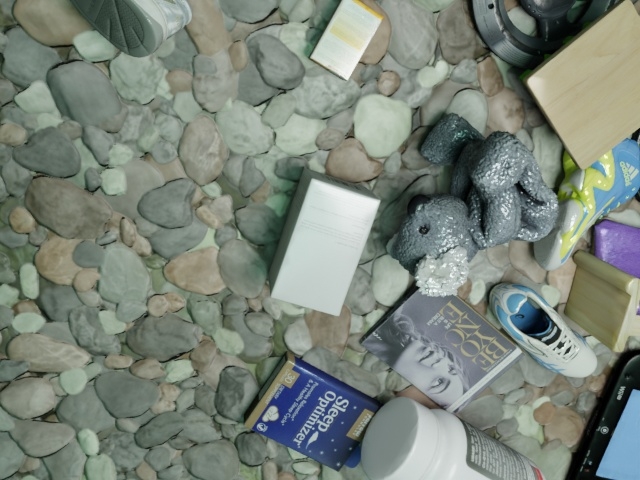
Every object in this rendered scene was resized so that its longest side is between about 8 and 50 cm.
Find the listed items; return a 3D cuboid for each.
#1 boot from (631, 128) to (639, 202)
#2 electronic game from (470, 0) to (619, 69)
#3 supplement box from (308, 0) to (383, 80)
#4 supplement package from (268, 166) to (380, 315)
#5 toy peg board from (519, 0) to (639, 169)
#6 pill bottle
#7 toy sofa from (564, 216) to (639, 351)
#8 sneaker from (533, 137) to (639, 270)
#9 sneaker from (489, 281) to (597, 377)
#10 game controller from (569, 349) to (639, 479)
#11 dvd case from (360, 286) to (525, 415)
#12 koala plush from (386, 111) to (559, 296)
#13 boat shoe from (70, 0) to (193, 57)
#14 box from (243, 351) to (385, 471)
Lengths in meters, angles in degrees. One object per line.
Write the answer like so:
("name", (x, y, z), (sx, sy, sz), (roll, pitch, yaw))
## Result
("boot", (0.539, -0.144, 0.837), (0.094, 0.207, 0.247), (-4, 107, -5))
("electronic game", (0.319, -0.356, 0.830), (0.229, 0.048, 0.230), (-4, 114, -9))
("supplement box", (0.034, -0.279, 0.821), (0.062, 0.036, 0.099), (29, 100, -15))
("supplement package", (0.000, 0.000, 0.861), (0.105, 0.105, 0.180), (17, 103, -13))
("toy peg board", (0.374, -0.216, 0.827), (0.161, 0.079, 0.161), (-39, 111, 9))
("pill bottle", (0.214, 0.373, 0.958), (0.283, 0.161, 0.161), (34, 99, -19))
("toy sofa", (0.598, 0.081, 0.940), (0.362, 0.150, 0.177), (7, 106, -9))
("sneaker", (0.420, -0.058, 0.908), (0.126, 0.091, 0.240), (14, 103, -12))
("sneaker", (0.369, 0.157, 0.966), (0.237, 0.086, 0.085), (38, 97, -17))
("game controller", (0.561, 0.346, 1.055), (0.166, 0.067, 0.320), (13, 103, -11))
("dvd case", (0.200, 0.175, 0.971), (0.221, 0.018, 0.164), (39, 106, -16))
("koala plush", (0.197, -0.025, 0.842), (0.221, 0.196, 0.203), (-44, 116, 2))
("boat shoe", (-0.295, -0.374, 0.723), (0.320, 0.103, 0.118), (45, 141, -14))
("box", (0.004, 0.293, 0.983), (0.225, 0.036, 0.136), (31, 100, -16))
